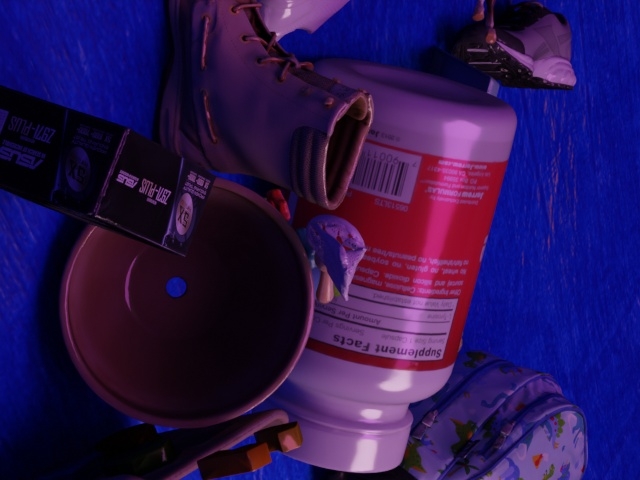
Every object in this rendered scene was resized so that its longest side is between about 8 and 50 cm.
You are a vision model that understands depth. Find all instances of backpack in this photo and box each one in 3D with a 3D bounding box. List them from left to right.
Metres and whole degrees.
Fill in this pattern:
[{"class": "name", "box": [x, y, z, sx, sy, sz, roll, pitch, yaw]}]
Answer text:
[{"class": "backpack", "box": [0.183, 0.304, 2.426, 0.355, 0.273, 0.290, -55, 143, -48]}]

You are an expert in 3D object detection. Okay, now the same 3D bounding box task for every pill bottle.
[{"class": "pill bottle", "box": [0.053, 0.027, 2.009, 0.229, 0.229, 0.407, -8, 115, -58]}]

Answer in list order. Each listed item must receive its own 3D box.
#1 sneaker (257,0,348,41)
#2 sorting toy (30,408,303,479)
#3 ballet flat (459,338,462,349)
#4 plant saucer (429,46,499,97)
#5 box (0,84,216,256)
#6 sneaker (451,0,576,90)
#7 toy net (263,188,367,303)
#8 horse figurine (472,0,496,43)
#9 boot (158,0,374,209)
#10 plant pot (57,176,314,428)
[{"class": "sneaker", "box": [0.003, -0.257, 1.920, 0.212, 0.080, 0.094, -29, 144, -40]}, {"class": "sorting toy", "box": [-0.137, 0.194, 1.760, 0.229, 0.307, 0.041, -20, 93, -52]}, {"class": "ballet flat", "box": [0.098, 0.032, 2.220, 0.123, 0.123, 0.348, -49, 145, -32]}, {"class": "plant saucer", "box": [0.159, -0.170, 2.142, 0.018, 0.192, 0.067, 10, 103, -19]}, {"class": "box", "box": [-0.204, -0.061, 1.565, 0.147, 0.180, 0.077, 28, 82, -62]}, {"class": "sneaker", "box": [0.233, -0.244, 2.299, 0.271, 0.100, 0.108, 0, 94, -63]}, {"class": "toy net", "box": [0.000, 0.000, 1.789, 0.045, 0.232, 0.122, -20, 92, -16]}, {"class": "horse figurine", "box": [0.181, -0.332, 1.986, 0.263, 0.066, 0.174, 108, -18, -65]}, {"class": "boot", "box": [-0.044, -0.172, 1.742, 0.095, 0.203, 0.262, -17, 122, -55]}, {"class": "plant pot", "box": [-0.130, 0.051, 1.784, 0.110, 0.237, 0.237, -145, -107, -79]}]
